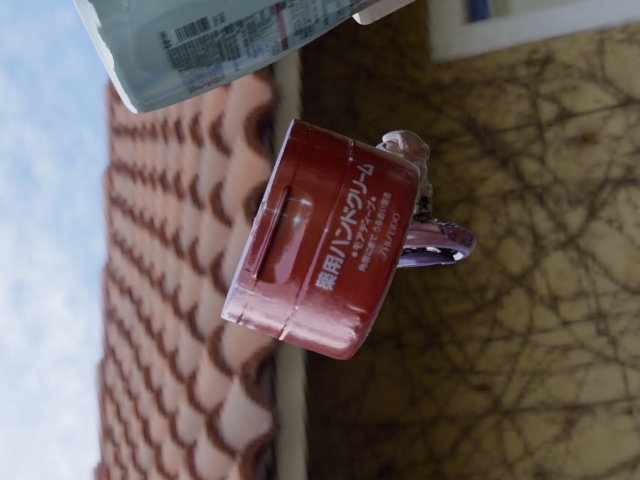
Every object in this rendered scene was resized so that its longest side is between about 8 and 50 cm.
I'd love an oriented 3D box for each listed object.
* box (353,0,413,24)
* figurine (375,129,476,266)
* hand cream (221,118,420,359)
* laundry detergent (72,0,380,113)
[{"bbox_3d":[0.065,-0.274,1.420,0.062,0.122,0.089,55,170,36],"label":"box"},{"bbox_3d":[0.085,-0.035,1.520,0.126,0.114,0.157,-11,-109,-56],"label":"figurine"},{"bbox_3d":[0.000,0.000,1.249,0.193,0.125,0.193,-162,90,-86],"label":"hand cream"},{"bbox_3d":[-0.008,-0.255,1.181,0.264,0.398,0.124,74,173,-69],"label":"laundry detergent"}]
